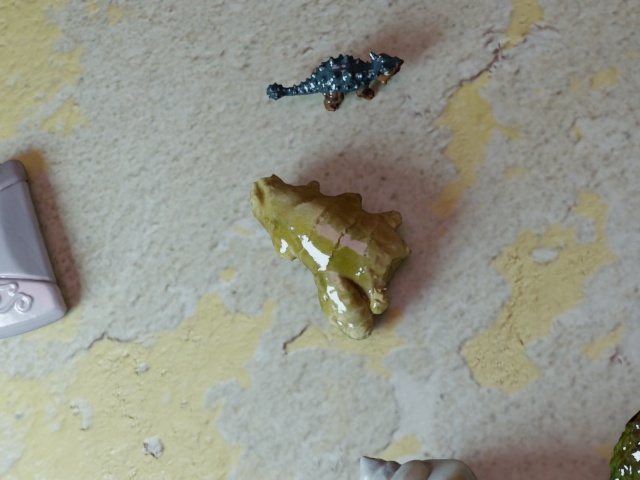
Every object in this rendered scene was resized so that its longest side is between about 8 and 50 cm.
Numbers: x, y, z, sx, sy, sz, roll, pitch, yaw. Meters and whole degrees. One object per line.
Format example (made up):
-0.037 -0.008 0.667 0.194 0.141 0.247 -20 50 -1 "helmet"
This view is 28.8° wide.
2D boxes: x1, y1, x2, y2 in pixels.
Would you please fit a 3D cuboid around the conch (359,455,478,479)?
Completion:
0.113 0.293 1.101 0.158 0.127 0.255 -43 66 -7 "conch"

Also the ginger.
0.013 -0.004 1.274 0.205 0.081 0.115 50 117 17 "ginger"

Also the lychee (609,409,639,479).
0.335 0.204 1.079 0.171 0.171 0.171 -5 67 11 "lychee"

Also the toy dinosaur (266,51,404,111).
0.017 -0.174 1.359 0.154 0.055 0.049 -13 69 5 "toy dinosaur"

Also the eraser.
-0.415 0.035 1.364 0.243 0.059 0.204 -23 65 -2 "eraser"
